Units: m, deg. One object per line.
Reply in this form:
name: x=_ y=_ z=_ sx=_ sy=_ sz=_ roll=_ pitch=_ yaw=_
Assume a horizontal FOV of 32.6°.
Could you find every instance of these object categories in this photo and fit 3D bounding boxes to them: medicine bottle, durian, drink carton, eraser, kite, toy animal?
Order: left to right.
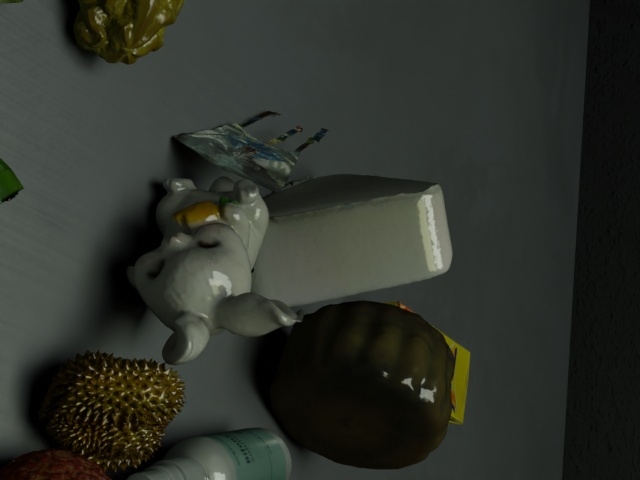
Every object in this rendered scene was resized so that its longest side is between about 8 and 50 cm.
durian: x=-0.247 y=0.202 z=1.291 sx=0.137 sy=0.168 sz=0.158 roll=-106 pitch=-155 yaw=-59
medicine bottle: x=-0.150 y=0.311 z=1.438 sx=0.352 sy=0.110 sz=0.110 roll=16 pitch=74 yaw=-69
toy animal: x=-0.142 y=0.038 z=1.417 sx=0.325 sy=0.208 sz=0.154 roll=-121 pitch=-163 yaw=-46
kite: x=-0.093 y=-0.153 z=1.638 sx=0.015 sy=0.169 sz=0.310 roll=-68 pitch=172 yaw=25
eraser: x=0.000 y=0.000 z=1.687 sx=0.331 sy=0.331 sz=0.150 roll=-29 pitch=114 yaw=-58
drink carton: x=0.168 y=0.234 z=2.053 sx=0.351 sy=0.111 sz=0.155 roll=35 pitch=58 yaw=-54

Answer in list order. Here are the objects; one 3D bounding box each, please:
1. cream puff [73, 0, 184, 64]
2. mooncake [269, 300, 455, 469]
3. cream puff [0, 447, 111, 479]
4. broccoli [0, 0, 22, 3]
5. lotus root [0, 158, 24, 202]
cream puff: x=-0.237 y=-0.289 z=1.381 sx=0.156 sy=0.121 sz=0.156 roll=2 pitch=90 yaw=-65
mooncake: x=0.070 y=0.221 z=1.715 sx=0.290 sy=0.290 sz=0.161 roll=60 pitch=34 yaw=-38
cream puff: x=-0.290 y=0.354 z=1.200 sx=0.240 sy=0.164 sz=0.240 roll=-1 pitch=90 yaw=-66
broccoli: x=-0.347 y=-0.325 z=1.194 sx=0.138 sy=0.145 sz=0.162 roll=102 pitch=-4 yaw=-45
lotus root: x=-0.404 y=-0.070 z=1.051 sx=0.186 sy=0.186 sz=0.186 roll=9 pitch=80 yaw=-60
